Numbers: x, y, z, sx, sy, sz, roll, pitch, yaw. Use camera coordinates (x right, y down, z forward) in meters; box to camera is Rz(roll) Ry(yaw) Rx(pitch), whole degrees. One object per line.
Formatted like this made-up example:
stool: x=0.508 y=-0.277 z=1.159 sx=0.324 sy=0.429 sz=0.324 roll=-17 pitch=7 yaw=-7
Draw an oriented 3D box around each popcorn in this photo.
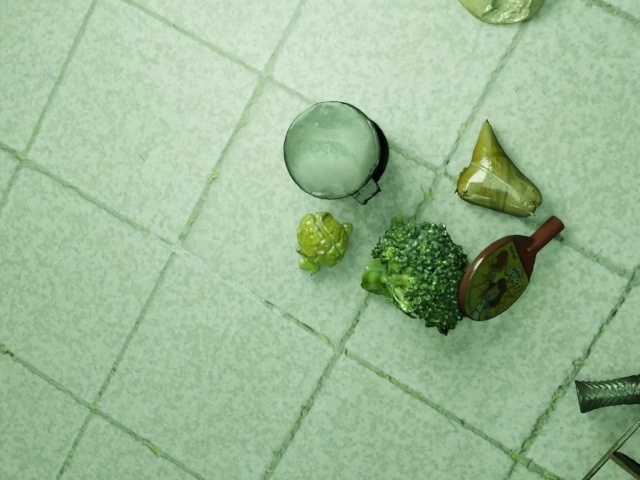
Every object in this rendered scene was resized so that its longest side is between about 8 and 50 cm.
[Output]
popcorn: x=0.000 y=0.000 z=1.711 sx=0.162 sy=0.135 sz=0.141 roll=-34 pitch=94 yaw=10

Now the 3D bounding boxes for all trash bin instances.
trash bin: x=0.048 y=-0.194 z=1.602 sx=0.203 sy=0.301 sz=0.252 roll=-43 pitch=87 yaw=11

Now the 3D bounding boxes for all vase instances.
vase: x=0.700 y=0.337 z=1.604 sx=0.238 sy=0.115 sz=0.115 roll=-12 pitch=92 yaw=16

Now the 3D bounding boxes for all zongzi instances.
zongzi: x=0.424 y=-0.162 z=1.633 sx=0.195 sy=0.099 sz=0.197 roll=20 pitch=91 yaw=10

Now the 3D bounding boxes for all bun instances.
bun: x=0.400 y=-0.595 z=1.591 sx=0.210 sy=0.116 sz=0.237 roll=-38 pitch=85 yaw=12

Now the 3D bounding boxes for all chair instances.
chair: x=0.719 y=0.531 z=1.565 sx=0.188 sy=0.166 sz=0.272 roll=33 pitch=94 yaw=-19

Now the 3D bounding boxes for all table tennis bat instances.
table tennis bat: x=0.431 y=0.058 z=1.623 sx=0.310 sy=0.200 sz=0.038 roll=-41 pitch=41 yaw=-7

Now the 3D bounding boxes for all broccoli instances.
broccoli: x=0.219 y=0.079 z=1.663 sx=0.246 sy=0.248 sz=0.288 roll=8 pitch=109 yaw=47
